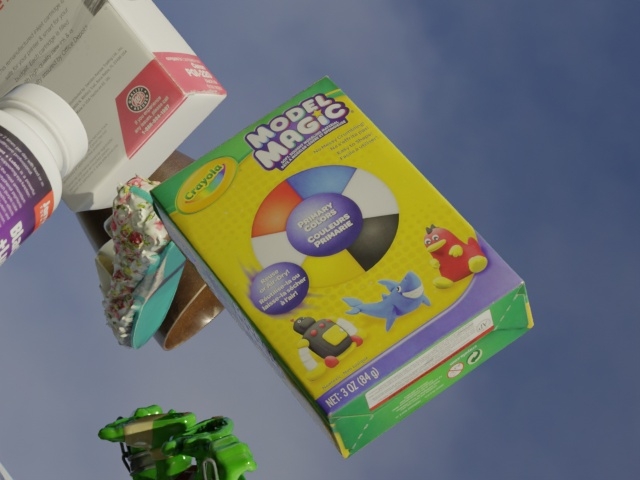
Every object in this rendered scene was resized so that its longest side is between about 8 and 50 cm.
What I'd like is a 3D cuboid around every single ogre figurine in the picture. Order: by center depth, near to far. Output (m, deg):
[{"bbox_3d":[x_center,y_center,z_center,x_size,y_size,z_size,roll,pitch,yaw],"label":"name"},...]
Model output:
[{"bbox_3d":[-0.079,0.171,1.066,0.197,0.097,0.118,-5,-83,48],"label":"ogre figurine"}]

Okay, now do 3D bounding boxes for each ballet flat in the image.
[{"bbox_3d":[-0.159,0.014,1.485,0.077,0.091,0.241,38,-33,7],"label":"ballet flat"}]

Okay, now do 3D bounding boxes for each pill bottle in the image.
[{"bbox_3d":[-0.268,-0.035,1.299,0.108,0.108,0.193,-10,-149,46],"label":"pill bottle"}]

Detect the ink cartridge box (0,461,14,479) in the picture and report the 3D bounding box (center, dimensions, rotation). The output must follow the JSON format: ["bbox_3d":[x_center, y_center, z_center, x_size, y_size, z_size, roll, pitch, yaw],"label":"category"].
[{"bbox_3d":[-0.306,0.293,1.178,0.270,0.198,0.197,-34,-161,-6],"label":"ink cartridge box"}]

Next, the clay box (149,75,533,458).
[{"bbox_3d":[0.000,0.000,0.935,0.127,0.053,0.222,-34,-125,-10],"label":"clay box"}]

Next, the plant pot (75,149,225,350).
[{"bbox_3d":[-0.193,-0.023,2.032,0.230,0.215,0.215,43,-62,9],"label":"plant pot"}]

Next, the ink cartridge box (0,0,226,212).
[{"bbox_3d":[-0.214,-0.157,1.491,0.158,0.092,0.218,-44,-102,21],"label":"ink cartridge box"}]
